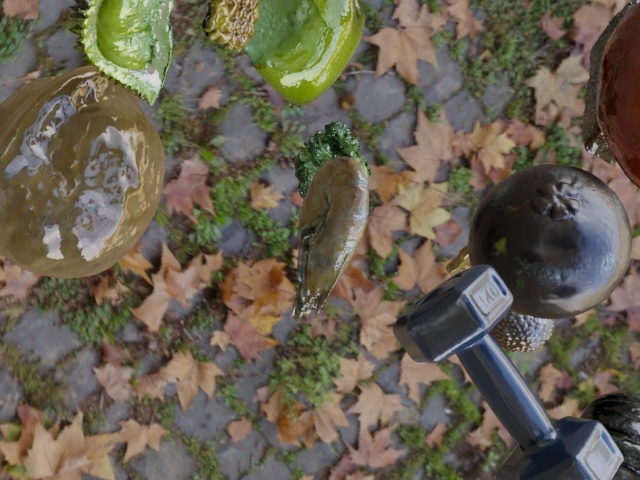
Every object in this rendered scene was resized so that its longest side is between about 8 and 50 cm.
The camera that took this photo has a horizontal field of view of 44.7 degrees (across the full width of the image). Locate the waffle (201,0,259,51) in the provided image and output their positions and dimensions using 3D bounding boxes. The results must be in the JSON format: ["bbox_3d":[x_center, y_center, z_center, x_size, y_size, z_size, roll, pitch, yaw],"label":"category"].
[{"bbox_3d":[-0.139,-0.447,1.360,0.051,0.231,0.229,13,99,8],"label":"waffle"}]

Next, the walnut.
[{"bbox_3d":[-0.462,-0.114,1.424,0.383,0.383,0.384,-5,102,-23],"label":"walnut"}]

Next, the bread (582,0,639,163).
[{"bbox_3d":[0.617,-0.329,1.576,0.113,0.165,0.417,28,44,-3],"label":"bread"}]

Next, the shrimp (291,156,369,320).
[{"bbox_3d":[0.000,0.000,1.355,0.077,0.168,0.317,7,120,-33],"label":"shrimp"}]

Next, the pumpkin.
[{"bbox_3d":[0.449,0.332,1.152,0.220,0.161,0.221,-31,127,-52],"label":"pumpkin"}]

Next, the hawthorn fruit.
[{"bbox_3d":[0.401,-0.142,0.771,0.271,0.241,0.242,5,100,-66],"label":"hawthorn fruit"}]

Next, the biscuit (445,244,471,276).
[{"bbox_3d":[0.392,0.029,1.760,0.225,0.166,0.036,-11,61,-32],"label":"biscuit"}]

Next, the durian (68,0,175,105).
[{"bbox_3d":[-0.286,-0.369,1.176,0.169,0.352,0.158,11,53,-14],"label":"durian"}]

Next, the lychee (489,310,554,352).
[{"bbox_3d":[0.462,0.179,1.817,0.165,0.197,0.165,4,106,14],"label":"lychee"}]

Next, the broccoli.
[{"bbox_3d":[0.032,-0.152,1.663,0.195,0.156,0.195,7,79,-40],"label":"broccoli"}]

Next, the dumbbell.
[{"bbox_3d":[0.235,0.193,0.988,0.156,0.143,0.316,-35,89,18],"label":"dumbbell"}]

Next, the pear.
[{"bbox_3d":[-0.030,-0.453,1.584,0.281,0.176,0.286,-34,96,16],"label":"pear"}]

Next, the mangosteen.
[{"bbox_3d":[0.393,0.010,1.352,0.288,0.288,0.288,-5,102,-23],"label":"mangosteen"}]
